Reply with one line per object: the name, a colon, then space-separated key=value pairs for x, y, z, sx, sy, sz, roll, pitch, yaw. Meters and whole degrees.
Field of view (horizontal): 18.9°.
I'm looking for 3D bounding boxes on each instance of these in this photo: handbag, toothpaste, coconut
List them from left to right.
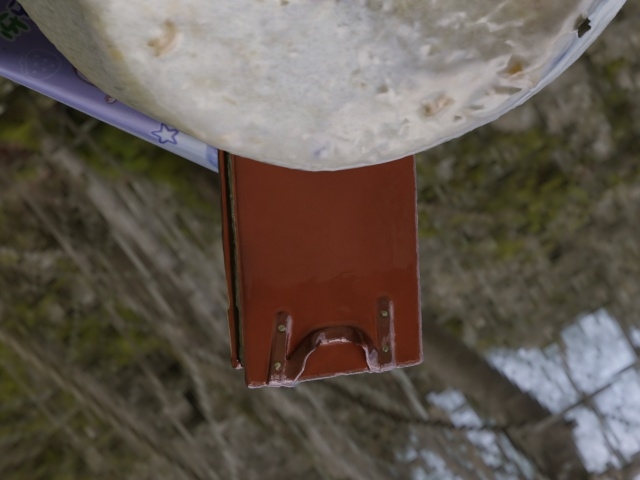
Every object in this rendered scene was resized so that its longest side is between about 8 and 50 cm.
toothpaste: x=-0.139 y=-0.127 z=1.530 sx=0.125 sy=0.371 sz=0.080 roll=-68 pitch=-171 yaw=-28
handbag: x=0.000 y=0.000 z=1.287 sx=0.127 sy=0.190 sz=0.063 roll=-6 pitch=-164 yaw=-15
coconut: x=0.000 y=-0.234 z=0.888 sx=0.346 sy=0.346 sz=0.360 roll=-20 pitch=-137 yaw=19
